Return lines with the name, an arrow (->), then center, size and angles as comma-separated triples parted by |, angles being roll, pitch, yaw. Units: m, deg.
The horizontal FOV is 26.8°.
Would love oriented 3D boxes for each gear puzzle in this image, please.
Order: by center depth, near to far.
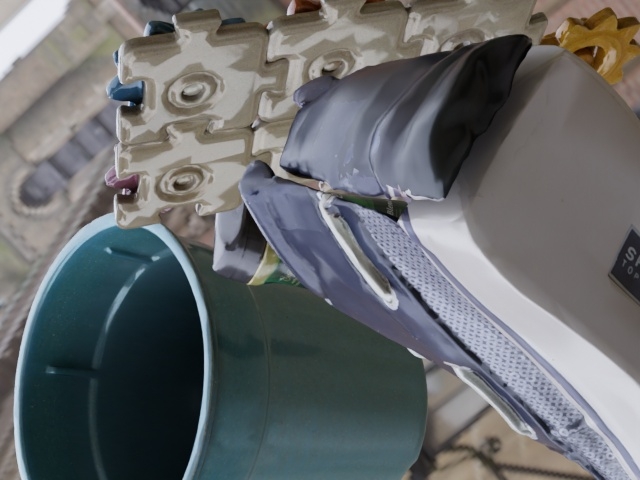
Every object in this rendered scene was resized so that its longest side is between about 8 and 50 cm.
gear puzzle -> 0.040, -0.099, 0.788 | 0.175, 0.339, 0.044 | 103, 151, -54

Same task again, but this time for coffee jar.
coffee jar -> 0.000, 0.000, 1.148 | 0.184, 0.079, 0.096 | 11, -123, -16

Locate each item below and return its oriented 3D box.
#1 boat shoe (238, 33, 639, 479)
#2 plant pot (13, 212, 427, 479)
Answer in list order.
boat shoe -> 0.113, 0.036, 0.612 | 0.158, 0.127, 0.340 | 6, 147, 52
plant pot -> -0.089, 0.165, 1.406 | 0.334, 0.341, 0.341 | 12, -139, -41
